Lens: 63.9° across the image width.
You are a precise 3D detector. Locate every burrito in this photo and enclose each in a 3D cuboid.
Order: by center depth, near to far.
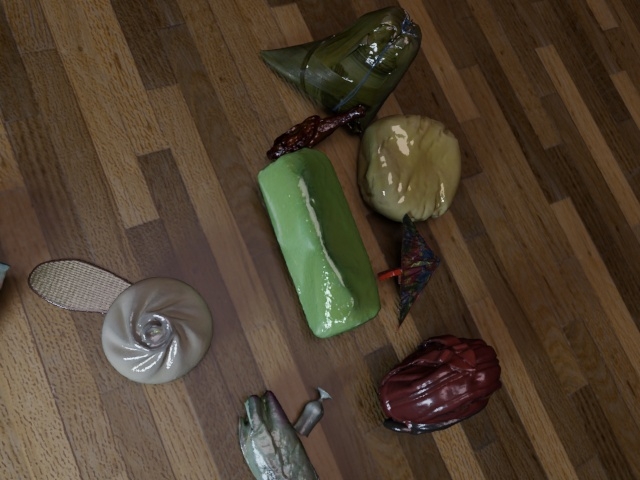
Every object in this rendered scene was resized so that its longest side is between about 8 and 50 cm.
[{"bbox_3d":[-0.049,0.395,0.837,0.096,0.066,0.309,-25,83,-26],"label":"burrito"}]

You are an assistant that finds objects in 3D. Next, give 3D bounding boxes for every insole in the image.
[{"bbox_3d":[-0.358,0.091,0.866,0.253,0.005,0.086,19,71,-11],"label":"insole"}]

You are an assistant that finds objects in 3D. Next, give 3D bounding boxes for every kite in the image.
[{"bbox_3d":[0.176,0.061,0.995,0.189,0.009,0.232,-8,100,-40],"label":"kite"}]

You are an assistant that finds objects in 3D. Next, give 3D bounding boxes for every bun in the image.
[{"bbox_3d":[-0.256,0.142,0.815,0.173,0.120,0.172,2,81,-15],"label":"bun"}]

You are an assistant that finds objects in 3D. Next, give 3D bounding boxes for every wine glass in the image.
[{"bbox_3d":[-0.015,0.297,0.889,0.039,0.042,0.083,29,68,25],"label":"wine glass"}]

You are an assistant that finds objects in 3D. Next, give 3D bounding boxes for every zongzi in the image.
[{"bbox_3d":[0.032,-0.372,0.984,0.274,0.250,0.125,34,51,-3],"label":"zongzi"}]

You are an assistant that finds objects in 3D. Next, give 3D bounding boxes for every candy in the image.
[{"bbox_3d":[0.000,0.000,0.939,0.142,0.132,0.343,-5,74,-62],"label":"candy"}]

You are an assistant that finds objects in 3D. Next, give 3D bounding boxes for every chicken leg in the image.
[{"bbox_3d":[-0.012,-0.210,1.000,0.205,0.093,0.053,-36,113,-7],"label":"chicken leg"}]

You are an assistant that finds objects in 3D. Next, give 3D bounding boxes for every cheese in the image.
[{"bbox_3d":[0.183,-0.145,1.038,0.214,0.117,0.225,0,80,-20],"label":"cheese"}]

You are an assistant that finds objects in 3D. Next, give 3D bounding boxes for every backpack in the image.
[{"bbox_3d":[0.206,0.238,0.875,0.229,0.229,0.138,-18,77,-20],"label":"backpack"}]

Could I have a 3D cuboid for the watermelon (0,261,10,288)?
[{"bbox_3d":[-0.595,0.145,0.736,0.318,0.148,0.226,-40,106,-35],"label":"watermelon"}]
